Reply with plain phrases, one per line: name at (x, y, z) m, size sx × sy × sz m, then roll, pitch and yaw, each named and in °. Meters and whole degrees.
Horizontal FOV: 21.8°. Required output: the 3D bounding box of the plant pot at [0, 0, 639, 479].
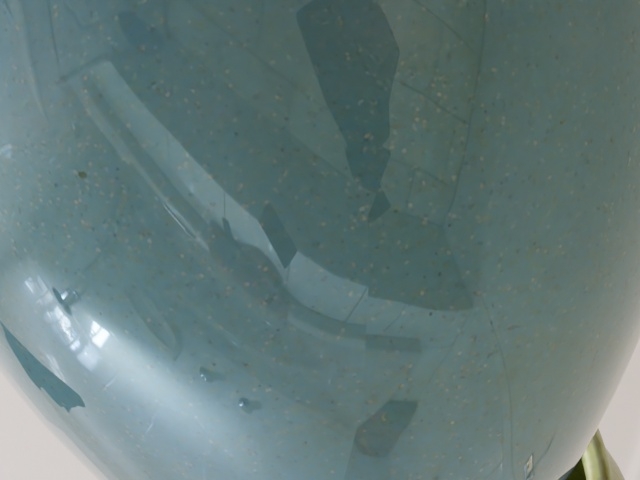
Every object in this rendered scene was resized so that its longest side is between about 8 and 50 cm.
plant pot at (0.000, 0.000, 0.577) m, size 0.290 × 0.290 × 0.196 m, roll -10°, pitch -91°, yaw -10°

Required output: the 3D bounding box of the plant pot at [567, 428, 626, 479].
plant pot at (0.118, 0.226, 0.868) m, size 0.254 × 0.276 × 0.276 m, roll 33°, pitch -95°, yaw -31°
